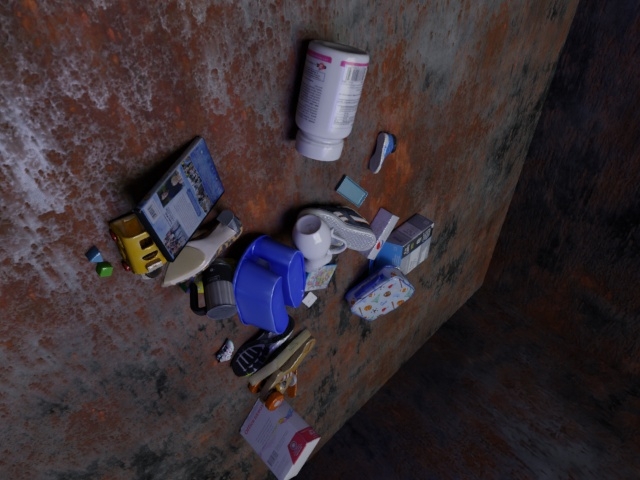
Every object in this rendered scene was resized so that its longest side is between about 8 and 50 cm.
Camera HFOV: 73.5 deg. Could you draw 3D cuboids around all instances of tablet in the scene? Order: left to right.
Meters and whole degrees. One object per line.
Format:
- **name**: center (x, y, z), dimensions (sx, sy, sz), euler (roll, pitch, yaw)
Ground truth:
- **tablet**: center (-0.045, 0.248, 1.795), dimensions (0.054, 0.006, 0.083), euler (-49, 147, -7)

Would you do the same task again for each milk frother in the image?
- **milk frother**: center (-0.285, 0.159, 1.210), dimensions (0.129, 0.135, 0.143), euler (-26, 148, 16)

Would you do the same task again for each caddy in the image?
- **caddy**: center (-0.175, 0.141, 1.379), dimensions (0.341, 0.179, 0.241), euler (88, 26, -48)

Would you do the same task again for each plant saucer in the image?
- **plant saucer**: center (0.116, -0.181, 1.587), dimensions (0.067, 0.018, 0.192), euler (-57, 147, 5)

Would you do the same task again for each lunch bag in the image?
- **lunch bag**: center (0.279, 0.242, 2.012), dimensions (0.303, 0.115, 0.243), euler (-40, 134, 16)

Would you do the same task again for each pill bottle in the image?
- **pill bottle**: center (0.020, -0.371, 1.153), dimensions (0.160, 0.160, 0.283), euler (-18, 134, -42)

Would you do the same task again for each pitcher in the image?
- **pitcher**: center (0.000, 0.000, 1.414), dimensions (0.177, 0.126, 0.207), euler (-24, 144, -8)

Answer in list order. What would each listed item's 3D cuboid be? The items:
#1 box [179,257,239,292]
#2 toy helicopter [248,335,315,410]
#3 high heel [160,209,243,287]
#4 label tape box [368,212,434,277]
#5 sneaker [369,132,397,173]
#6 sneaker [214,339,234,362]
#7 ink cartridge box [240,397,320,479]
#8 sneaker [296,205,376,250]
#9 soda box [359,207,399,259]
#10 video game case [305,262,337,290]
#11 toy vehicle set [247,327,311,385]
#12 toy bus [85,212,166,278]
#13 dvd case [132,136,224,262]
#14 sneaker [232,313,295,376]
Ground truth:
- **box**: center (-0.320, 0.104, 1.279), dimensions (0.179, 0.043, 0.105), euler (4, 118, -55)
- **toy helicopter**: center (-0.131, 0.571, 1.874), dimensions (0.355, 0.140, 0.235), euler (-53, 150, -5)
- **high heel**: center (-0.311, 0.033, 1.154), dimensions (0.261, 0.093, 0.186), euler (-47, 178, -7)
- **label tape box**: center (0.388, 0.061, 2.071), dimensions (0.347, 0.115, 0.249), euler (-35, 143, -29)
- **sneaker**: center (0.236, -0.318, 1.571), dimensions (0.084, 0.058, 0.152), euler (-7, 120, -38)
- **sneaker**: center (-0.348, 0.401, 1.523), dimensions (0.069, 0.038, 0.098), euler (-17, 132, -44)
- **ink cartridge box**: center (-0.185, 0.874, 1.926), dimensions (0.131, 0.306, 0.226), euler (17, 106, -57)
- **sneaker**: center (0.046, -0.059, 1.530), dimensions (0.321, 0.128, 0.126), euler (19, 125, -31)
- **soda box**: center (0.245, -0.028, 1.840), dimensions (0.069, 0.074, 0.216), euler (13, 110, -56)
- **video game case**: center (-0.008, 0.149, 1.740), dimensions (0.166, 0.015, 0.119), euler (0, 120, -51)
- **toy vehicle set**: center (-0.157, 0.452, 1.679), dimensions (0.166, 0.035, 0.267), euler (-40, 176, 29)
- **toy bus**: center (-0.419, 0.030, 1.023), dimensions (0.191, 0.104, 0.202), euler (-58, 147, 7)
- **dvd case**: center (-0.321, -0.097, 1.014), dimensions (0.180, 0.022, 0.253), euler (80, 30, -50)
- **sneaker**: center (-0.209, 0.417, 1.659), dimensions (0.300, 0.111, 0.121), euler (-40, 156, -11)
